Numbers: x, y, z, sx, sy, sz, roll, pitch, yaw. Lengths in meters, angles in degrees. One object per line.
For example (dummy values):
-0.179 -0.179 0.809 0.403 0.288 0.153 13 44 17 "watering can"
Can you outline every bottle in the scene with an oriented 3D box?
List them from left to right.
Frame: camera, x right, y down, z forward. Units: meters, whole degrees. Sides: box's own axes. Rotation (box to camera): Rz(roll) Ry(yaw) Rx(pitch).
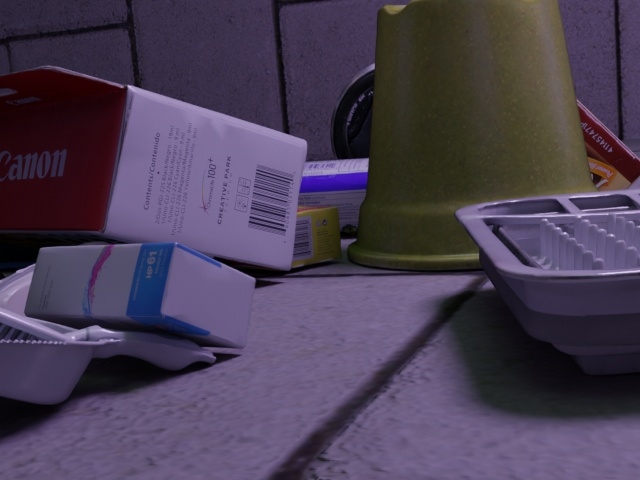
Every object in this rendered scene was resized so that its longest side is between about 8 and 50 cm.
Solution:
0.083 -0.058 1.215 0.282 0.092 0.118 -3 8 14 "bottle"

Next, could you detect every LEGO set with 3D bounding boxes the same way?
0.000 0.000 1.086 0.083 0.023 0.054 -10 -6 36 "LEGO set"

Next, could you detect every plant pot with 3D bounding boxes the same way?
0.155 -0.117 1.006 0.276 0.254 0.276 -5 8 1 "plant pot"

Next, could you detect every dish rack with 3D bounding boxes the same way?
0.241 0.016 0.645 0.285 0.072 0.333 -4 7 3 "dish rack"

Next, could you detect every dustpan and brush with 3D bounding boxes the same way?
-0.159 0.061 0.580 0.211 0.060 0.147 24 -9 -30 "dustpan and brush"

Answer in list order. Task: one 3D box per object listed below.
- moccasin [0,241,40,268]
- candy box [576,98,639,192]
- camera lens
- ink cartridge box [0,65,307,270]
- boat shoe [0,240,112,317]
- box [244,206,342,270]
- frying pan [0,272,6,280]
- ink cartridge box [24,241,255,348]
-0.406 -0.027 1.200 0.341 0.117 0.138 -4 8 9 "moccasin"
0.322 -0.141 1.339 0.087 0.183 0.316 -46 0 13 "candy box"
0.153 -0.171 1.537 0.219 0.219 0.274 -2 8 21 "camera lens"
-0.219 -0.056 0.946 0.271 0.130 0.309 14 -9 -41 "ink cartridge box"
-0.219 0.045 0.783 0.063 0.066 0.184 -1 18 18 "boat shoe"
-0.087 -0.006 1.061 0.087 0.058 0.232 -10 9 -40 "box"
-0.437 0.056 0.892 0.326 0.053 0.197 -3 6 -7 "frying pan"
-0.120 0.038 0.659 0.122 0.052 0.088 -3 -19 32 "ink cartridge box"
